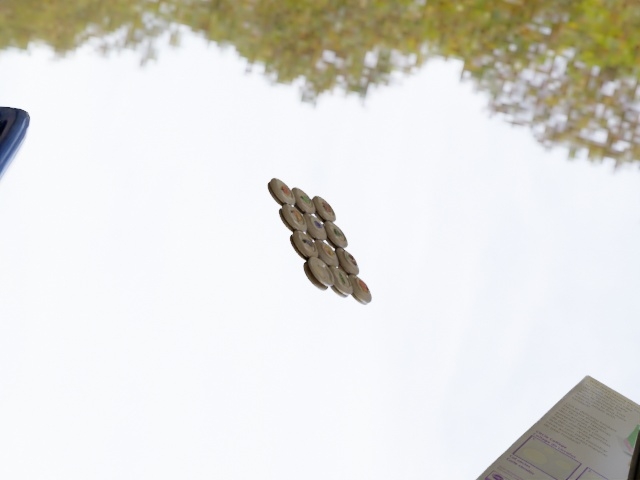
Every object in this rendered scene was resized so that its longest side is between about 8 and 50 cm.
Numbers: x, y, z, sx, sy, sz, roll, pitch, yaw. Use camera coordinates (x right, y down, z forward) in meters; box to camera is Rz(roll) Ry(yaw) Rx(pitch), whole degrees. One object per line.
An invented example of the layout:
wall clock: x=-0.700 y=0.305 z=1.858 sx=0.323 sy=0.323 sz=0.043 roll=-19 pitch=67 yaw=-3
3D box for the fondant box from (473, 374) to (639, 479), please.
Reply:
fondant box: x=0.270 y=0.259 z=1.344 sx=0.238 sy=0.330 sz=0.096 roll=31 pitch=-64 yaw=19

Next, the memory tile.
memory tile: x=0.000 y=0.000 z=1.600 sx=0.012 sy=0.113 sz=0.148 roll=-39 pitch=-125 yaw=22

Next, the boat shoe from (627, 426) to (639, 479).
boat shoe: x=0.305 y=0.097 z=1.167 sx=0.109 sy=0.091 sz=0.305 roll=-167 pitch=-92 yaw=-67

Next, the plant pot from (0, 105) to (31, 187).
plant pot: x=-0.256 y=-0.071 z=0.625 sx=0.236 sy=0.236 sz=0.212 roll=-76 pitch=164 yaw=-56
